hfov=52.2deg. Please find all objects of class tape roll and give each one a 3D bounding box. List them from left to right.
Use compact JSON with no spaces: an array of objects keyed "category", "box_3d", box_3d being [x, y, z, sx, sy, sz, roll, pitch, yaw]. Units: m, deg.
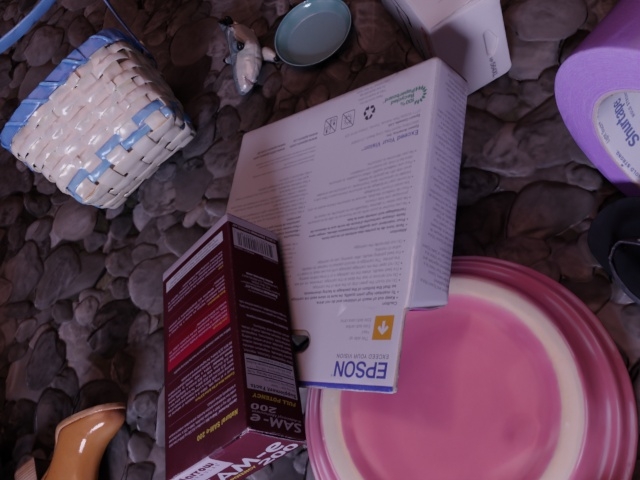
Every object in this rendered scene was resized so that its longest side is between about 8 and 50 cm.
[{"category":"tape roll","box_3d":[0.333,-0.089,0.541,0.090,0.275,0.275,-46,58,1]}]

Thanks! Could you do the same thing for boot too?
[{"category":"boot","box_3d":[-0.281,0.301,0.780,0.197,0.073,0.152,-44,56,16]}]

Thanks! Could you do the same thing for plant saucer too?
[{"category":"plant saucer","box_3d":[-0.008,-0.295,0.938,0.119,0.021,0.120,-9,65,20]},{"category":"plant saucer","box_3d":[0.129,0.164,0.641,0.331,0.084,0.333,-10,64,21]}]

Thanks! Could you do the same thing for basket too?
[{"category":"basket","box_3d":[-0.345,-0.199,0.928,0.254,0.201,0.289,-41,89,3]}]

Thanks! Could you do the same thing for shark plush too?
[{"category":"shark plush","box_3d":[-0.132,-0.289,0.976,0.161,0.073,0.067,52,125,27]}]

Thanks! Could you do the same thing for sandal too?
[{"category":"sandal","box_3d":[0.309,0.032,0.558,0.054,0.097,0.254,-3,26,-14]}]

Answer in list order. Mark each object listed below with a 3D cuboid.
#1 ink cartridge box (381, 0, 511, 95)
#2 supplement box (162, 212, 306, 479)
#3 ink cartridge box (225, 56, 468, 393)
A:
[{"category":"ink cartridge box","box_3d":[0.136,-0.292,0.795,0.085,0.148,0.203,-31,59,8]},{"category":"supplement box","box_3d":[-0.094,0.107,0.655,0.130,0.073,0.240,-39,44,32]},{"category":"ink cartridge box","box_3d":[0.000,0.000,0.716,0.324,0.071,0.331,-9,65,46]}]
